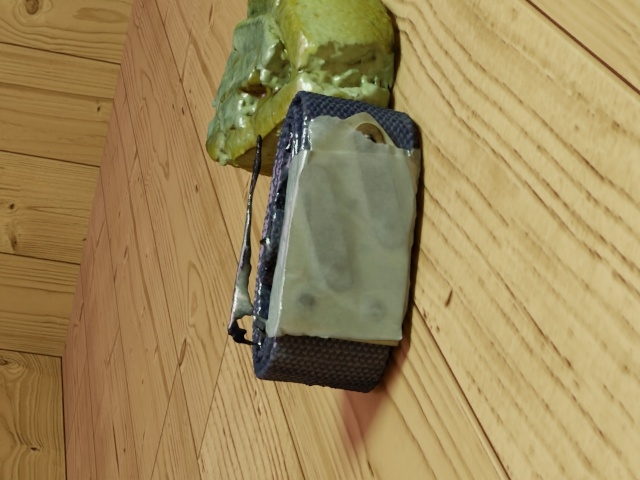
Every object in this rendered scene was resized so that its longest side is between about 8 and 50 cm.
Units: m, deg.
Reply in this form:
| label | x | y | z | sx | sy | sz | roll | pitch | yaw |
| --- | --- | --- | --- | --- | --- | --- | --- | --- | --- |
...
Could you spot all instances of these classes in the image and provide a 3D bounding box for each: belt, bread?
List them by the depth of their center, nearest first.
| label | x | y | z | sx | sy | sz | roll | pitch | yaw |
| --- | --- | --- | --- | --- | --- | --- | --- | --- | --- |
| belt | 0.000 | 0.000 | 1.184 | 0.139 | 0.126 | 0.231 | 160 | 119 | -75 |
| bread | -0.018 | -0.148 | 1.346 | 0.257 | 0.124 | 0.186 | 169 | 110 | -73 |
